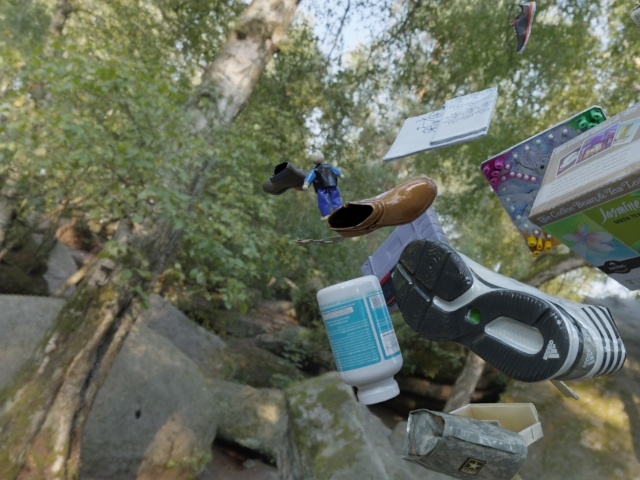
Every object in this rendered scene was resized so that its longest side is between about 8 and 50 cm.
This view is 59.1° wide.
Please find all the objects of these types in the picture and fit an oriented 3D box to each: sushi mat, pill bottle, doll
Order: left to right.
[{"bbox_3d":[0.009,-0.153,1.561,0.129,0.189,0.046,-13,2,-22],"label":"doll"},{"bbox_3d":[0.093,0.219,1.247,0.146,0.264,0.146,-16,-7,-2],"label":"pill bottle"},{"bbox_3d":[0.760,0.435,1.971,0.316,0.019,0.151,45,-3,16],"label":"sushi mat"}]

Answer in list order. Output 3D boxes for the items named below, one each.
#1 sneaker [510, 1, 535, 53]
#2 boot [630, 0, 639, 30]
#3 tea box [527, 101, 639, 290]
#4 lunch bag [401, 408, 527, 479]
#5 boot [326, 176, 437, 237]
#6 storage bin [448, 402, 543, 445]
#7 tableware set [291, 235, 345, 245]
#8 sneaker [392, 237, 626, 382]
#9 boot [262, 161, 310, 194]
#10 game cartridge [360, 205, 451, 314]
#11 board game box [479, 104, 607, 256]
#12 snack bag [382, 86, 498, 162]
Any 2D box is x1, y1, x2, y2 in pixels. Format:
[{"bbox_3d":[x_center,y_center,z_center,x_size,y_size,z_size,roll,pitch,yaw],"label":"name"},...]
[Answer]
[{"bbox_3d":[0.634,-0.676,1.792,0.065,0.158,0.061,12,24,13],"label":"sneaker"},{"bbox_3d":[0.682,-0.492,1.105,0.262,0.095,0.203,-1,-13,-19],"label":"boot"},{"bbox_3d":[0.682,-0.088,1.162,0.323,0.220,0.329,33,-23,-8],"label":"tea box"},{"bbox_3d":[0.383,0.558,1.530,0.235,0.169,0.287,18,-23,-6],"label":"lunch bag"},{"bbox_3d":[0.156,-0.090,1.446,0.283,0.109,0.220,-20,-9,17],"label":"boot"},{"bbox_3d":[0.559,0.629,1.879,0.260,0.123,0.262,-17,-12,41],"label":"storage bin"},{"bbox_3d":[0.000,0.000,1.693,0.168,0.020,0.141,-2,-5,-28],"label":"tableware set"},{"bbox_3d":[0.331,0.136,1.021,0.257,0.169,0.447,16,10,-29],"label":"sneaker"},{"bbox_3d":[-0.134,-0.209,1.833,0.219,0.082,0.106,-4,-32,42],"label":"boot"},{"bbox_3d":[0.268,0.067,1.844,0.068,0.230,0.355,19,-52,-26],"label":"game cartridge"},{"bbox_3d":[0.770,-0.166,1.787,0.390,0.050,0.390,-27,-70,30],"label":"board game box"},{"bbox_3d":[0.385,-0.373,1.807,0.342,0.323,0.037,-11,-59,32],"label":"snack bag"}]
